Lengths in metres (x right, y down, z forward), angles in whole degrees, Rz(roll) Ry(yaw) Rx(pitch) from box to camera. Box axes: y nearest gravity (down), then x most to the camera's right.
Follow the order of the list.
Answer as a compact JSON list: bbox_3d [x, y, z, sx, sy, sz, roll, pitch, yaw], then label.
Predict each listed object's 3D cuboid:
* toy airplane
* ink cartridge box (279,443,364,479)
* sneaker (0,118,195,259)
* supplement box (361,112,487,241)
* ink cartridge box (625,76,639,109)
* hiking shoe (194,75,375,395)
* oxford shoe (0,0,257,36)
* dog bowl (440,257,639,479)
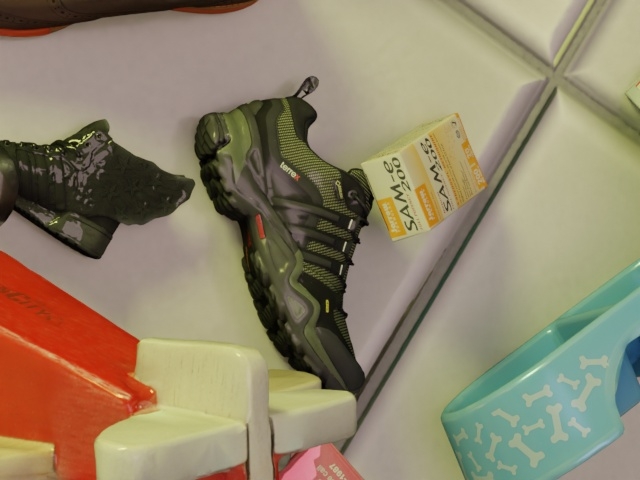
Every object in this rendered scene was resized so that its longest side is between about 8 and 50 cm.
[{"bbox_3d":[-0.173,0.126,1.033,0.386,0.384,0.272,14,107,-11],"label":"toy airplane"},{"bbox_3d":[-0.054,0.292,1.217,0.283,0.117,0.207,-43,104,-13],"label":"ink cartridge box"},{"bbox_3d":[-0.176,-0.051,1.205,0.170,0.051,0.089,35,80,-21],"label":"sneaker"},{"bbox_3d":[0.076,-0.047,1.268,0.098,0.036,0.062,-36,106,-53],"label":"supplement box"},{"bbox_3d":[0.303,-0.057,1.297,0.145,0.179,0.045,42,99,-15],"label":"ink cartridge box"},{"bbox_3d":[0.000,0.000,1.244,0.114,0.086,0.227,-24,98,-13],"label":"hiking shoe"},{"bbox_3d":[-0.150,-0.193,1.181,0.271,0.098,0.097,-9,94,-18],"label":"oxford shoe"},{"bbox_3d":[0.213,0.082,1.285,0.297,0.166,0.074,-36,91,-14],"label":"dog bowl"}]
